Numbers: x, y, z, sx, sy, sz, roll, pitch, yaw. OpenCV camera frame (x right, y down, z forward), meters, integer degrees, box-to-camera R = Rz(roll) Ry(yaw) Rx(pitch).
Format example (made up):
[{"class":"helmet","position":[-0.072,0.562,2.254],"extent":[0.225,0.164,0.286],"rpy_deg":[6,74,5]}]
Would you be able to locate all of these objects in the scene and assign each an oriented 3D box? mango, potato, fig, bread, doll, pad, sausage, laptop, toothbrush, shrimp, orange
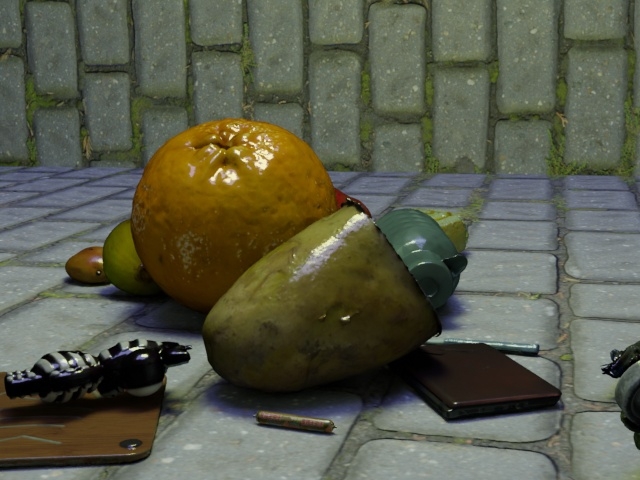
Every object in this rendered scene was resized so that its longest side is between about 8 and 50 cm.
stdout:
[{"class":"mango","position":[-0.430,0.047,1.766],"extent":[0.114,0.060,0.080],"rpy_deg":[13,33,43]},{"class":"potato","position":[-0.018,0.097,1.187],"extent":[0.266,0.229,0.229],"rpy_deg":[-30,19,-14]},{"class":"fig","position":[-0.311,0.031,1.661],"extent":[0.153,0.136,0.121],"rpy_deg":[32,5,28]},{"class":"bread","position":[0.245,-0.020,1.960],"extent":[0.110,0.103,0.156],"rpy_deg":[-10,20,-18]},{"class":"doll","position":[-0.255,0.154,1.110],"extent":[0.219,0.067,0.091],"rpy_deg":[-9,3,-20]},{"class":"pad","position":[-0.329,0.199,1.094],"extent":[0.287,0.018,0.284],"rpy_deg":[0,10,-5]},{"class":"sausage","position":[-0.029,0.201,1.055],"extent":[0.100,0.015,0.015],"rpy_deg":[4,12,21]},{"class":"laptop","position":[0.186,0.172,1.181],"extent":[0.154,0.026,0.207],"rpy_deg":[-2,12,-16]},{"class":"toothbrush","position":[0.198,0.142,1.339],"extent":[0.220,0.019,0.016],"rpy_deg":[4,7,23]},{"class":"shrimp","position":[0.476,0.141,1.162],"extent":[0.262,0.051,0.198],"rpy_deg":[-2,-3,-39]},{"class":"orange","position":[-0.137,-0.046,1.514],"extent":[0.341,0.293,0.340],"rpy_deg":[-1,38,1]}]

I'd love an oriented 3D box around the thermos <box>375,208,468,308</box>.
[{"class":"thermos","position":[0.141,0.047,1.549],"extent":[0.182,0.145,0.286],"rpy_deg":[-32,10,6]}]

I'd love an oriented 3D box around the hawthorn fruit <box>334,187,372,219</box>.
[{"class":"hawthorn fruit","position":[0.000,0.000,1.735],"extent":[0.185,0.185,0.202],"rpy_deg":[4,29,22]}]

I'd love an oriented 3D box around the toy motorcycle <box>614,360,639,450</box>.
[{"class":"toy motorcycle","position":[0.425,0.179,0.878],"extent":[0.275,0.127,0.205],"rpy_deg":[-7,35,-10]}]
